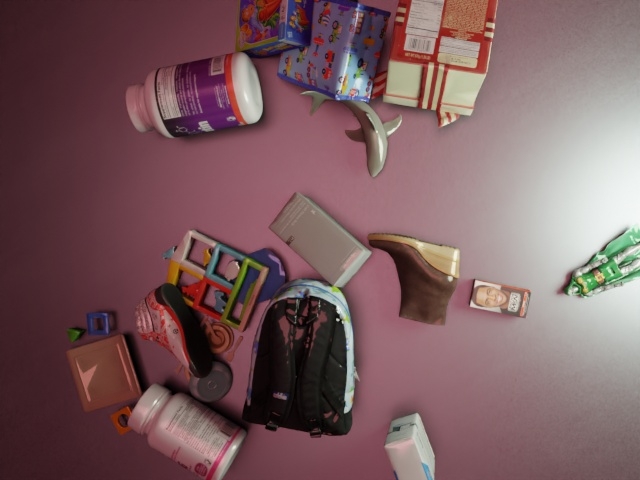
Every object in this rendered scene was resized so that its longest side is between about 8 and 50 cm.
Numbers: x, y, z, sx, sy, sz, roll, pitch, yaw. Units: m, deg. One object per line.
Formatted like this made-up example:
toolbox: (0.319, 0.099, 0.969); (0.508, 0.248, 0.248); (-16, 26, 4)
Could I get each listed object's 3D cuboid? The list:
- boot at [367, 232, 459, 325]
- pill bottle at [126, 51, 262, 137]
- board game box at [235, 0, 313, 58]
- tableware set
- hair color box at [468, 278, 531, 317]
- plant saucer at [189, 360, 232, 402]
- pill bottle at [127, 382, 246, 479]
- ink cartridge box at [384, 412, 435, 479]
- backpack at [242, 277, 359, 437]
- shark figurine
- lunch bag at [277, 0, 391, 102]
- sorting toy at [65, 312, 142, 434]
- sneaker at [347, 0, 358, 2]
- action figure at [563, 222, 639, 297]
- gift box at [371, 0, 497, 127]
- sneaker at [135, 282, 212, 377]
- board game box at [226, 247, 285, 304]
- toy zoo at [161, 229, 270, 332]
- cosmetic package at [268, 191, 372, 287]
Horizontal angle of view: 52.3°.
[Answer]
boot: (0.222, 0.096, 1.660); (0.248, 0.090, 0.207); (14, 96, 10)
pill bottle: (-0.323, -0.367, 1.680); (0.323, 0.181, 0.182); (-9, 91, 9)
board game box: (-0.111, -0.648, 1.620); (0.233, 0.078, 0.347); (7, 94, 52)
tableware set: (-0.309, 0.313, 1.774); (0.128, 0.039, 0.194); (29, 96, 6)
hair color box: (0.453, 0.146, 1.650); (0.141, 0.043, 0.072); (11, 95, 9)
plant saucer: (-0.292, 0.385, 1.754); (0.119, 0.021, 0.119); (-5, 104, -20)
pill bottle: (-0.353, 0.505, 1.727); (0.283, 0.160, 0.160); (29, 96, 7)
ink cartridge box: (0.226, 0.532, 1.624); (0.082, 0.190, 0.140); (-21, 89, 10)
backpack: (-0.043, 0.274, 1.641); (0.290, 0.273, 0.356); (4, 117, 9)
shark figurine: (0.094, -0.317, 1.654); (0.166, 0.116, 0.278); (-45, 87, 6)
lunch bag: (-0.002, -0.489, 1.615); (0.293, 0.138, 0.221); (28, 113, 35)
sorting toy: (-0.598, 0.369, 1.819); (0.196, 0.047, 0.348); (-17, 89, 13)
sneaker: (0.036, -0.655, 1.642); (0.087, 0.130, 0.228); (-12, 92, 11)
action figure: (0.707, 0.075, 1.603); (0.232, 0.063, 0.137); (-31, 91, 12)
gift box: (0.264, -0.433, 1.546); (0.255, 0.258, 0.276); (15, 81, 6)
sneaker: (-0.398, 0.259, 1.747); (0.145, 0.090, 0.270); (-31, 84, 31)
board game box: (-0.169, 0.099, 1.749); (0.168, 0.033, 0.133); (-21, 89, 17)
toy zoo: (-0.298, 0.098, 1.752); (0.293, 0.030, 0.192); (24, 101, 13)
cosmetic package: (0.000, 0.000, 1.667); (0.238, 0.107, 0.127); (40, 96, 19)
